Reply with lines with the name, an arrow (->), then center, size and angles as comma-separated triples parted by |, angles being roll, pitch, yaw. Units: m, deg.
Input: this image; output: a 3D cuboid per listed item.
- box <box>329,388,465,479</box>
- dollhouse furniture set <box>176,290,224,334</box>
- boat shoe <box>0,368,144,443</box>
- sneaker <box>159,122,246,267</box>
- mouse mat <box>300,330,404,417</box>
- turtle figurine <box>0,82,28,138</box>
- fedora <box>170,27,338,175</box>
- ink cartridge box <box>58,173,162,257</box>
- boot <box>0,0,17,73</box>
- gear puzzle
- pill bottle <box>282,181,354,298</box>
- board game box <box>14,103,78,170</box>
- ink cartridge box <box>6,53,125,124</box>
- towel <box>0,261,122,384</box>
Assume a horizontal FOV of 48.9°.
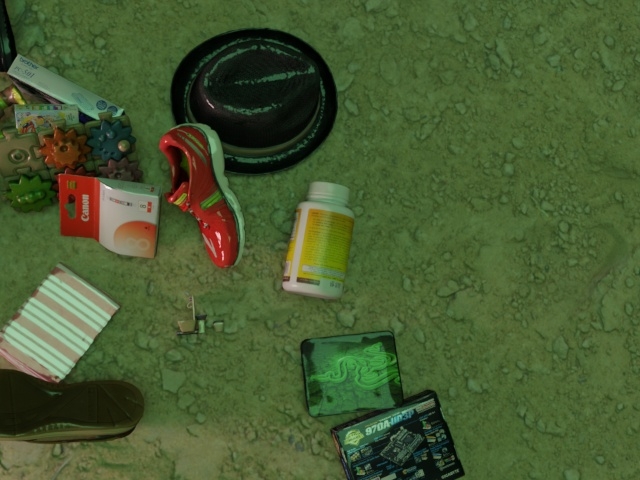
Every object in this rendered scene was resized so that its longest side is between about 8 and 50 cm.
box -> 0.151, 0.412, 1.369 | 0.220, 0.051, 0.175 | -19, 87, -12
dollhouse furniture set -> -0.224, 0.129, 1.298 | 0.091, 0.114, 0.081 | -4, 80, -9
boat shoe -> -0.487, 0.305, 1.220 | 0.342, 0.123, 0.123 | 5, 51, -21
sneaker -> -0.228, -0.074, 1.292 | 0.118, 0.107, 0.278 | -25, 100, -46
mouse mat -> 0.061, 0.258, 1.367 | 0.190, 0.007, 0.152 | -5, 71, -7
turtle figurine -> -0.617, -0.175, 1.270 | 0.217, 0.087, 0.269 | -31, 113, -16
fedora -> -0.118, -0.284, 1.342 | 0.334, 0.152, 0.333 | 1, 84, -11
ink cartridge box -> -0.383, -0.043, 1.277 | 0.180, 0.045, 0.145 | 5, 127, -12
boot -> -0.677, -0.400, 1.275 | 0.207, 0.094, 0.246 | -15, 80, -16
gear puzzle -> -0.490, -0.120, 1.243 | 0.339, 0.175, 0.044 | -14, 45, -16
pill bottle -> 0.000, 0.000, 1.351 | 0.117, 0.117, 0.214 | 11, 82, -10
board game box -> -0.487, -0.171, 1.264 | 0.104, 0.026, 0.154 | -5, 129, -21
ink cartridge box -> -0.463, -0.261, 1.301 | 0.207, 0.097, 0.046 | 27, 79, -7
towel -> -0.482, 0.156, 1.290 | 0.144, 0.029, 0.197 | 37, 76, -5
